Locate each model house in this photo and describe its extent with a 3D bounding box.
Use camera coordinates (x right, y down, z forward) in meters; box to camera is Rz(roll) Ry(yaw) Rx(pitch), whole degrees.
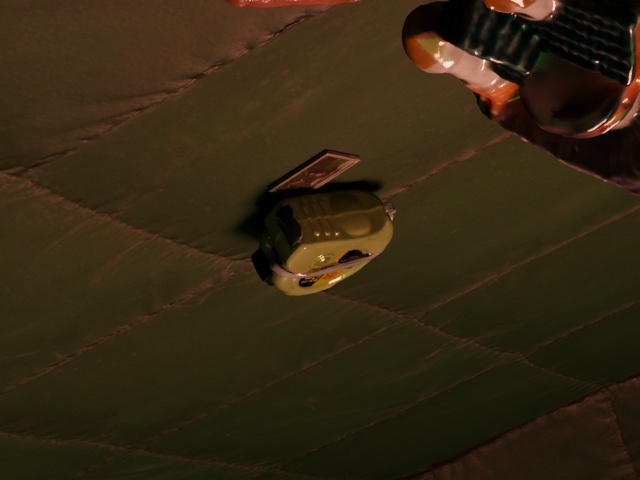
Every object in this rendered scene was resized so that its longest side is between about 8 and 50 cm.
[{"bbox_3d":[0.189,-0.166,1.566,0.301,0.271,0.190,10,108,-54],"label":"model house"}]

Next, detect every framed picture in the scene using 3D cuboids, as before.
[{"bbox_3d":[-0.006,-0.073,2.066,0.089,0.007,0.066,-31,158,29],"label":"framed picture"}]

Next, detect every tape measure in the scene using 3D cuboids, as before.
[{"bbox_3d":[0.000,0.000,2.148,0.177,0.087,0.154,-8,153,-39],"label":"tape measure"}]

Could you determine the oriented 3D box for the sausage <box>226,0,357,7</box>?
[{"bbox_3d":[-0.015,-0.219,1.613,0.158,0.036,0.042,-7,-168,-32],"label":"sausage"}]
